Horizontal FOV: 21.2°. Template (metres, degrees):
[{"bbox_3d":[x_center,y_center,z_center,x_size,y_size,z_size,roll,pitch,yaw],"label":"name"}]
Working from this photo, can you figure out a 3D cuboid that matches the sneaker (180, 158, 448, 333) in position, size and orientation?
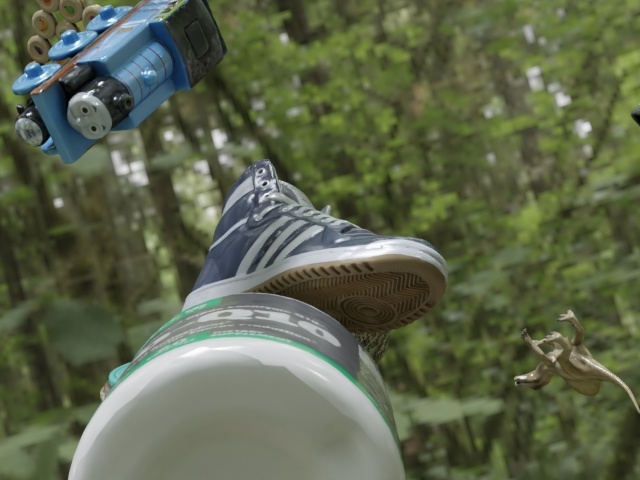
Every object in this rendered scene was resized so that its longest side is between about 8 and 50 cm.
[{"bbox_3d":[0.000,0.000,1.420,0.282,0.153,0.099,-16,-44,43],"label":"sneaker"}]

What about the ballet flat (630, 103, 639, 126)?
[{"bbox_3d":[0.387,-0.026,1.749,0.096,0.280,0.095,-15,-17,-5],"label":"ballet flat"}]

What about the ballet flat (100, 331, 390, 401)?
[{"bbox_3d":[-0.069,0.187,2.089,0.164,0.182,0.483,15,24,35],"label":"ballet flat"}]

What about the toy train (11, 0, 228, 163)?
[{"bbox_3d":[-0.157,-0.130,1.321,0.105,0.080,0.184,-4,31,37],"label":"toy train"}]

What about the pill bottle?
[{"bbox_3d":[-0.048,0.144,1.155,0.204,0.204,0.361,-16,4,1],"label":"pill bottle"}]

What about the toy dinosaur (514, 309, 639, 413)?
[{"bbox_3d":[0.260,0.123,1.729,0.053,0.092,0.183,-39,20,-26],"label":"toy dinosaur"}]

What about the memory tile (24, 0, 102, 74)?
[{"bbox_3d":[-0.320,-0.242,2.144,0.012,0.113,0.148,-36,-33,-51],"label":"memory tile"}]
